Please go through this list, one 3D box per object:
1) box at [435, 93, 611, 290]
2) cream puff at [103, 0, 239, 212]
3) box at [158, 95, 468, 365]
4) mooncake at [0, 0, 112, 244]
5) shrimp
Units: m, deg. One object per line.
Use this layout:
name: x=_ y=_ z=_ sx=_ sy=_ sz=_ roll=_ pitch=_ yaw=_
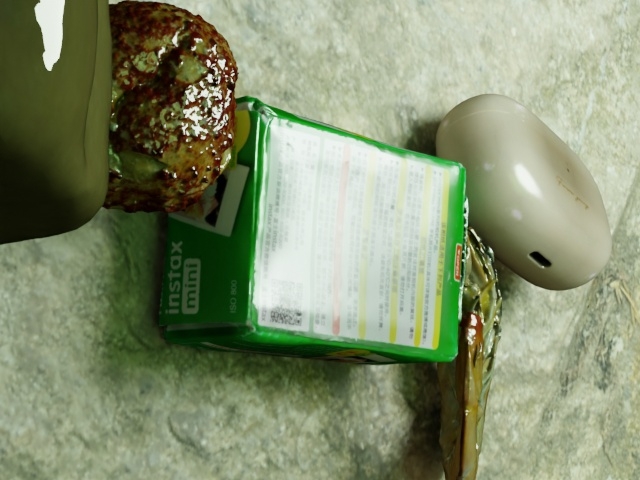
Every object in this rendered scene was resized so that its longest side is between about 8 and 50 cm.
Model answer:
box: x=0.176 y=-0.040 z=1.296 sx=0.200 sy=0.088 sz=0.146 roll=37 pitch=36 yaw=-40
cream puff: x=-0.119 y=-0.090 z=0.991 sx=0.149 sy=0.084 sz=0.149 roll=1 pitch=82 yaw=-8
box: x=0.000 y=0.000 z=1.126 sx=0.250 sy=0.103 sz=0.180 roll=12 pitch=79 yaw=-43
mooncake: x=-0.271 y=-0.117 z=0.675 sx=0.378 sy=0.378 sz=0.201 roll=12 pitch=75 yaw=-44
shrimp: x=0.115 y=0.103 z=1.220 sx=0.133 sy=0.053 sz=0.236 roll=-43 pitch=138 yaw=-71
